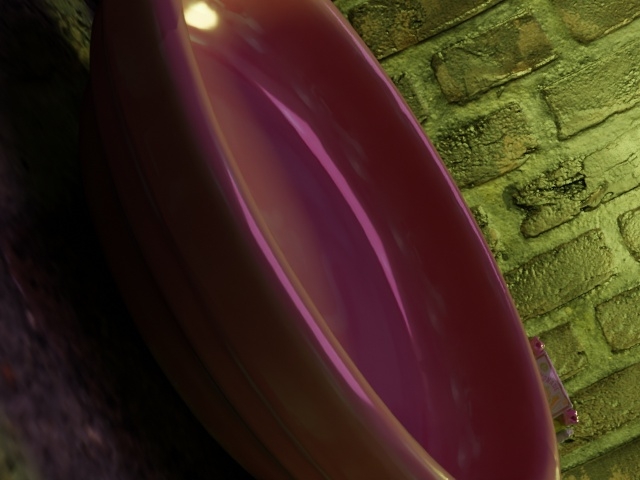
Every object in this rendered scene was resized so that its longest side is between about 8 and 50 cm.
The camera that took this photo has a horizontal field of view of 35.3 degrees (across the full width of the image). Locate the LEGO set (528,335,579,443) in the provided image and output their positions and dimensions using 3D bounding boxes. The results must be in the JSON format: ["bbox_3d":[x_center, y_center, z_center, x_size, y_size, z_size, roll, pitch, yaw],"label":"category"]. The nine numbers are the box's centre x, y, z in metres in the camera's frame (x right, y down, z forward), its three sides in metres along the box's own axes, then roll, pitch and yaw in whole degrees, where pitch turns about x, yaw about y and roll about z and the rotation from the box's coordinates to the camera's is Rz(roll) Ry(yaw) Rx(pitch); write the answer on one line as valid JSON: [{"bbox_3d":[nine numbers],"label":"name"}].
[{"bbox_3d":[0.131,0.166,0.767,0.132,0.107,0.287,28,-39,61],"label":"LEGO set"}]

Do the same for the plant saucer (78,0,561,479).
[{"bbox_3d":[0.000,0.000,0.484,0.332,0.084,0.332,50,21,-27],"label":"plant saucer"}]

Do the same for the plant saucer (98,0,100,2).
[{"bbox_3d":[-0.053,-0.043,0.697,0.259,0.047,0.258,65,5,27],"label":"plant saucer"}]
